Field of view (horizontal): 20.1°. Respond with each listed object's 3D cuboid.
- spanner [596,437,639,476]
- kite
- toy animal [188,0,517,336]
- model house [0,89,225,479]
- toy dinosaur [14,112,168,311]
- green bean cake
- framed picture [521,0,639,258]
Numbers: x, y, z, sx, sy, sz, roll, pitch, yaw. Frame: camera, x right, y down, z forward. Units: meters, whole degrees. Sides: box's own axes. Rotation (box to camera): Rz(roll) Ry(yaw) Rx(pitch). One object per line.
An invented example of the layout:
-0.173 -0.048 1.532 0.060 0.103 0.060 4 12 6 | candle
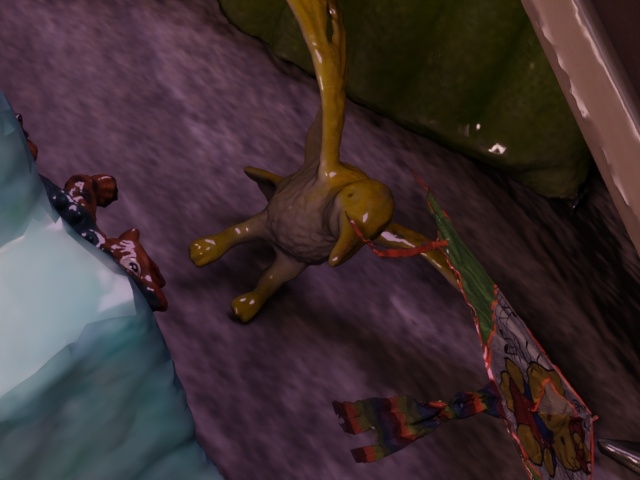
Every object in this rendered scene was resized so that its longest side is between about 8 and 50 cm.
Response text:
0.255 0.145 0.780 0.316 0.024 0.087 17 23 -18 | spanner
0.060 0.058 0.668 0.244 0.006 0.198 11 55 -62 | kite
0.000 0.000 0.735 0.219 0.095 0.155 56 26 -10 | toy animal
-0.199 0.042 0.412 0.249 0.230 0.280 -39 58 -16 | model house
-0.124 -0.015 0.695 0.154 0.049 0.055 30 30 -5 | toy dinosaur
0.092 -0.164 1.028 0.247 0.156 0.250 31 27 10 | green bean cake
0.248 -0.060 0.930 0.446 0.028 0.326 -11 75 -55 | framed picture
